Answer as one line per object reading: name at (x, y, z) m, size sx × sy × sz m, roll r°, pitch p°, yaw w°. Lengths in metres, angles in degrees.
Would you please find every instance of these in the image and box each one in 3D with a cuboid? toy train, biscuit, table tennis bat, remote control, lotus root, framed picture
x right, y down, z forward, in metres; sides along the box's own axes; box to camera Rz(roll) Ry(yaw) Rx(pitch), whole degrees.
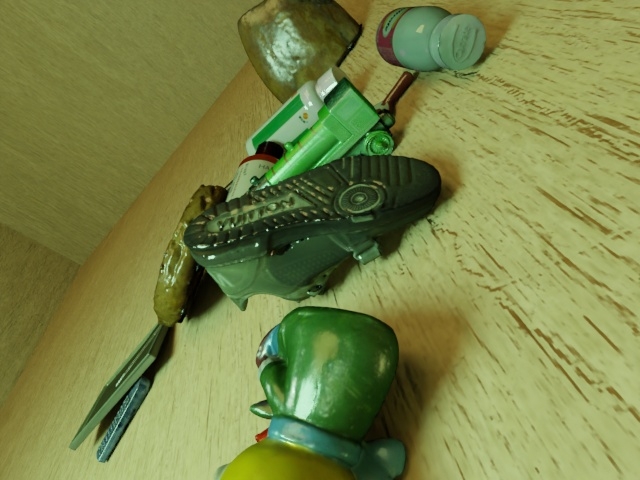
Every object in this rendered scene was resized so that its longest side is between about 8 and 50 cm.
toy train at (-0.003, -0.116, 0.665) m, size 0.251 × 0.119 × 0.085 m, roll -41°, pitch 30°, yaw 20°
biscuit at (-0.247, 0.024, 0.832) m, size 0.296 × 0.075 × 0.295 m, roll -159°, pitch 90°, yaw -80°
table tennis bat at (0.098, -0.208, 0.726) m, size 0.154 × 0.019 × 0.098 m, roll -52°, pitch 26°, yaw 8°
remote control at (-0.359, 0.323, 0.808) m, size 0.044 × 0.027 × 0.152 m, roll 6°, pitch 64°, yaw 56°
lotus root at (-0.056, -0.549, 1.178) m, size 0.316 × 0.250 × 0.316 m, roll -37°, pitch 22°, yaw 17°
framed picture at (-0.397, 0.271, 0.907) m, size 0.265 × 0.018 × 0.192 m, roll -48°, pitch 17°, yaw 12°

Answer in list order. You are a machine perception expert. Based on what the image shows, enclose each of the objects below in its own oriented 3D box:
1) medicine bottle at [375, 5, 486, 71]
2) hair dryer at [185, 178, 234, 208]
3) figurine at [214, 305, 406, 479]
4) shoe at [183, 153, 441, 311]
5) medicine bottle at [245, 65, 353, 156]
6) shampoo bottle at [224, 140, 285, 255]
medicine bottle at (0.156, -0.297, 0.654) m, size 0.090 × 0.090 × 0.216 m, roll -48°, pitch 27°, yaw 11°
hair dryer at (-0.228, -0.111, 1.074) m, size 0.255 × 0.070 × 0.128 m, roll -43°, pitch 26°, yaw 3°
figurine at (-0.026, 0.173, 0.357) m, size 0.185 × 0.128 × 0.233 m, roll -18°, pitch 53°, yaw 56°
shoe at (0.000, 0.002, 0.532) m, size 0.294 × 0.149 × 0.109 m, roll -13°, pitch 41°, yaw 6°
medicine bottle at (-0.045, -0.247, 0.914) m, size 0.260 × 0.095 × 0.095 m, roll -33°, pitch 33°, yaw 37°
shampoo bottle at (-0.114, -0.086, 0.818) m, size 0.104 × 0.104 × 0.277 m, roll -34°, pitch 32°, yaw 33°
